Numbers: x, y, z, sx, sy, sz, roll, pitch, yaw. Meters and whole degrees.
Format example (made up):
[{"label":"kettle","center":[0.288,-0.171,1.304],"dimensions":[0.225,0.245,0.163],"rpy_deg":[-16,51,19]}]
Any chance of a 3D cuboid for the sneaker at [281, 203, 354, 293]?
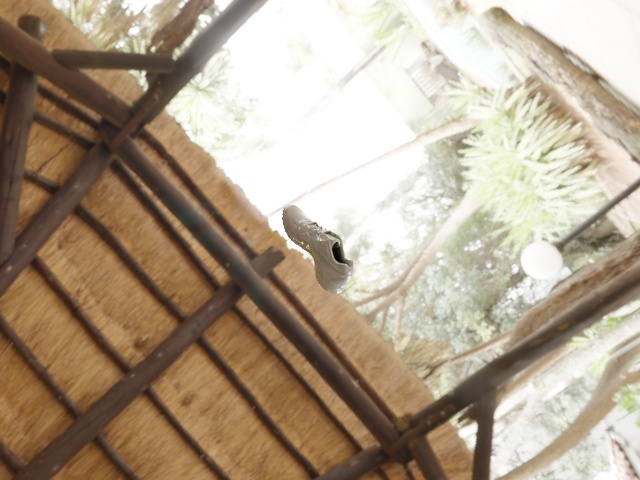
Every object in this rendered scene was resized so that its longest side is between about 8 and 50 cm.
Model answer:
[{"label":"sneaker","center":[0.000,0.000,0.809],"dimensions":[0.053,0.061,0.152],"rpy_deg":[-21,-113,-42]}]
